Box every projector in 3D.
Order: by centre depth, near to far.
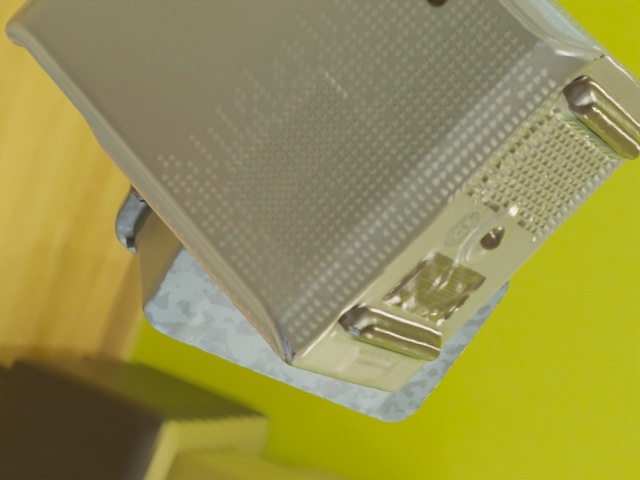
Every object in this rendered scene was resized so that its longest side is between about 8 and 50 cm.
[{"bbox_3d":[0.000,-0.079,0.768,0.177,0.242,0.163,-44,159,10],"label":"projector"}]

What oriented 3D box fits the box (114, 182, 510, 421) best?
[{"bbox_3d":[0.000,0.000,1.088,0.162,0.227,0.130,-56,-159,28],"label":"box"}]
